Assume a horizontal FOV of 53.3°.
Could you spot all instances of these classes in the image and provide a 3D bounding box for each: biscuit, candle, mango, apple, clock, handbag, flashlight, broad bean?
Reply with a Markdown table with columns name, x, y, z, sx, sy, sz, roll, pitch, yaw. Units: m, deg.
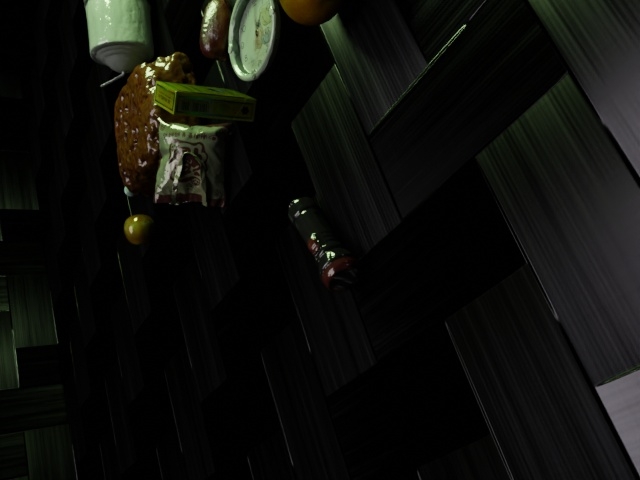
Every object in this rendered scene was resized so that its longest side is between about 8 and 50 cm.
| name | x | y | z | sx | sy | sz | roll | pitch | yaw |
| --- | --- | --- | --- | --- | --- | --- | --- | --- | --- |
| biscuit | -0.509 | -0.344 | 1.953 | 0.395 | 0.166 | 0.342 | -32 | 63 | 51 |
| candle | -0.666 | -0.704 | 2.128 | 0.221 | 0.221 | 0.342 | -15 | 81 | 53 |
| mango | -0.013 | -0.565 | 1.297 | 0.175 | 0.139 | 0.254 | -14 | 72 | 46 |
| apple | -0.612 | -0.034 | 2.147 | 0.114 | 0.099 | 0.102 | -20 | 77 | 49 |
| clock | -0.154 | -0.506 | 1.559 | 0.236 | 0.053 | 0.236 | 0 | 91 | 56 |
| handbag | -0.346 | -0.210 | 1.722 | 0.127 | 0.213 | 0.235 | -24 | -62 | -87 |
| flashlight | 0.000 | 0.000 | 1.321 | 0.232 | 0.093 | 0.093 | 57 | 133 | 37 |
| broad bean | -0.276 | -0.567 | 1.708 | 0.114 | 0.084 | 0.165 | 14 | 95 | 36 |

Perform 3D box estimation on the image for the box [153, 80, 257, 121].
| name | x | y | z | sx | sy | sz | roll | pitch | yaw |
| --- | --- | --- | --- | --- | --- | --- | --- | --- | --- |
| box | -0.288 | -0.349 | 1.602 | 0.141 | 0.220 | 0.064 | 34 | 117 | 50 |

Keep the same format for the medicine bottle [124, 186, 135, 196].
| name | x | y | z | sx | sy | sz | roll | pitch | yaw |
| --- | --- | --- | --- | --- | --- | --- | --- | --- | --- |
| medicine bottle | -0.629 | -0.214 | 2.210 | 0.191 | 0.051 | 0.051 | -35 | 62 | 48 |
